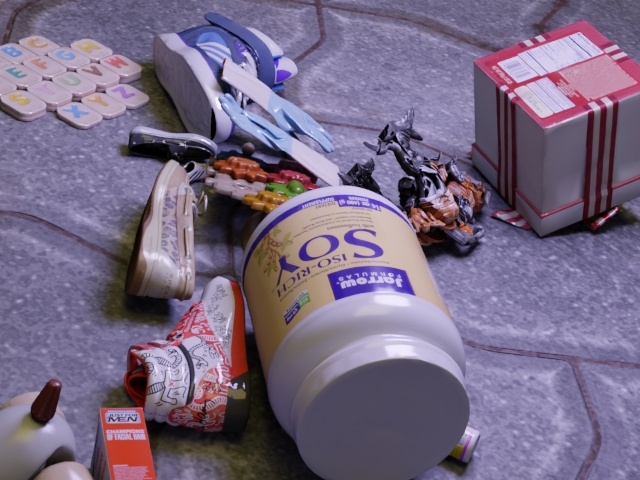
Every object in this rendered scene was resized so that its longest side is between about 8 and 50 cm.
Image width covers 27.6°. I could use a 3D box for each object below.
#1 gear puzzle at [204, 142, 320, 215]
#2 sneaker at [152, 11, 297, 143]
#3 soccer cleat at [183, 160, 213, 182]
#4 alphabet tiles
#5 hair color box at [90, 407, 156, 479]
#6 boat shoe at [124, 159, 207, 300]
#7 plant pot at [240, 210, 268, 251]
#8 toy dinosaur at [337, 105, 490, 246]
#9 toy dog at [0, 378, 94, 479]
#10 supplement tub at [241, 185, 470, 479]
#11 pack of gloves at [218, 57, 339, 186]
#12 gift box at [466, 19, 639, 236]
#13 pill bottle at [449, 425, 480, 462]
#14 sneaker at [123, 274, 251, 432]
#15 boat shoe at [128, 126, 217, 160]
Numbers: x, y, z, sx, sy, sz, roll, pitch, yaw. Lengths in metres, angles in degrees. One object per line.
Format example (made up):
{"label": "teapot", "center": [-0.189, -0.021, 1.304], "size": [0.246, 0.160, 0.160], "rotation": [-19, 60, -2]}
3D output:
{"label": "gear puzzle", "center": [-0.081, -0.090, 1.933], "size": [0.175, 0.044, 0.339], "rotation": [14, 14, -6]}
{"label": "sneaker", "center": [-0.132, -0.277, 2.216], "size": [0.236, 0.130, 0.323], "rotation": [-8, 33, -22]}
{"label": "soccer cleat", "center": [-0.193, -0.110, 2.034], "size": [0.029, 0.035, 0.083], "rotation": [35, 39, 30]}
{"label": "alphabet tiles", "center": [-0.442, -0.275, 2.206], "size": [0.278, 0.021, 0.284], "rotation": [30, 37, 24]}
{"label": "hair color box", "center": [-0.212, 0.271, 1.416], "size": [0.053, 0.093, 0.167], "rotation": [1, 36, -19]}
{"label": "boat shoe", "center": [-0.210, -0.010, 1.832], "size": [0.089, 0.104, 0.285], "rotation": [17, 36, -10]}
{"label": "plant pot", "center": [0.000, 0.000, 1.945], "size": [0.236, 0.032, 0.236], "rotation": [10, 33, -6]}
{"label": "toy dinosaur", "center": [0.154, -0.070, 1.996], "size": [0.218, 0.164, 0.322], "rotation": [48, 13, 10]}
{"label": "toy dog", "center": [-0.380, 0.232, 1.353], "size": [0.220, 0.161, 0.334], "rotation": [31, 37, 25]}
{"label": "supplement tub", "center": [0.040, 0.114, 1.602], "size": [0.241, 0.241, 0.331], "rotation": [3, 35, -16]}
{"label": "pack of gloves", "center": [-0.074, -0.174, 2.069], "size": [0.232, 0.046, 0.195], "rotation": [33, 26, -17]}
{"label": "gift box", "center": [0.375, -0.173, 2.142], "size": [0.276, 0.258, 0.255], "rotation": [-19, 43, -11]}
{"label": "pill bottle", "center": [0.154, 0.242, 1.630], "size": [0.083, 0.043, 0.043], "rotation": [23, 35, 15]}
{"label": "sneaker", "center": [-0.171, 0.129, 1.642], "size": [0.145, 0.090, 0.270], "rotation": [7, 37, -14]}
{"label": "boat shoe", "center": [-0.236, -0.145, 2.069], "size": [0.142, 0.049, 0.040], "rotation": [10, 52, -3]}
